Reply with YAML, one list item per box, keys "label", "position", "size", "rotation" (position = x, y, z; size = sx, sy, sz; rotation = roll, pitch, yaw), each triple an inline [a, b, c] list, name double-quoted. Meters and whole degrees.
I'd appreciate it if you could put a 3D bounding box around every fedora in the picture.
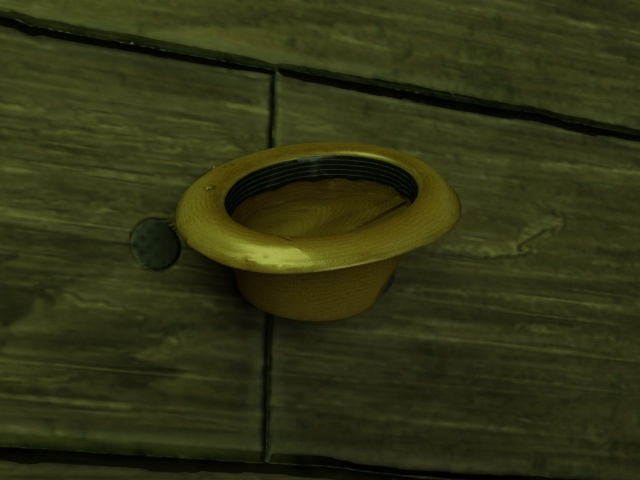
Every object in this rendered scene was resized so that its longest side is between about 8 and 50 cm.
- label: "fedora"
  position: [0.000, 0.000, 1.061]
  size: [0.194, 0.194, 0.079]
  rotation: [-18, 123, -29]
